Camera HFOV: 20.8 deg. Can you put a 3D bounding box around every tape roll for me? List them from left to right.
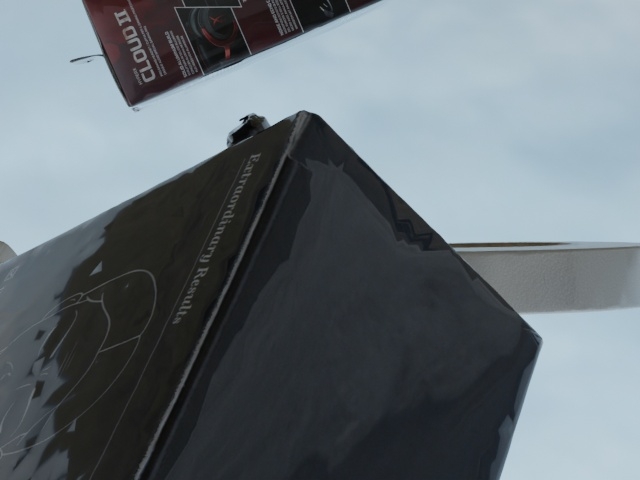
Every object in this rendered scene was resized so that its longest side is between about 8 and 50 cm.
[{"bbox_3d":[0.191,0.039,1.968,0.392,0.072,0.392,-2,-179,0],"label":"tape roll"}]

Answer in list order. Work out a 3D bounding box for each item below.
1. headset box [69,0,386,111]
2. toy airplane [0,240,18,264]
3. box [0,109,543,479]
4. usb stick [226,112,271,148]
[{"bbox_3d":[-0.084,-0.208,1.554,0.293,0.110,0.218,-24,-175,-2],"label":"headset box"},{"bbox_3d":[-0.365,0.207,1.444,0.272,0.386,0.384,15,-167,16],"label":"toy airplane"},{"bbox_3d":[-0.112,0.150,1.002,0.395,0.212,0.293,-23,-147,44],"label":"box"},{"bbox_3d":[0.000,0.000,1.673,0.045,0.278,0.077,-33,-172,7],"label":"usb stick"}]
